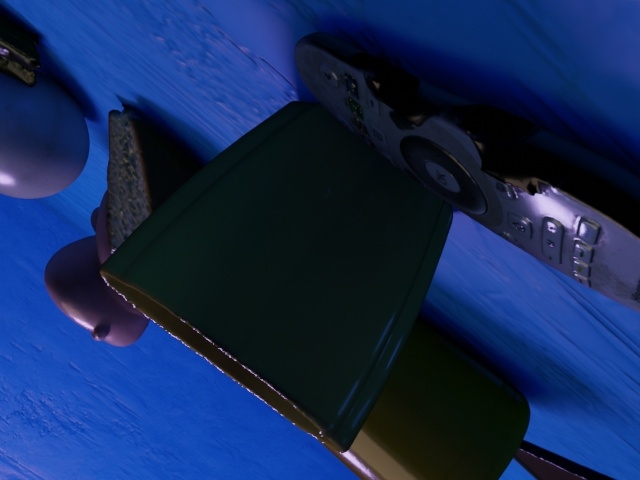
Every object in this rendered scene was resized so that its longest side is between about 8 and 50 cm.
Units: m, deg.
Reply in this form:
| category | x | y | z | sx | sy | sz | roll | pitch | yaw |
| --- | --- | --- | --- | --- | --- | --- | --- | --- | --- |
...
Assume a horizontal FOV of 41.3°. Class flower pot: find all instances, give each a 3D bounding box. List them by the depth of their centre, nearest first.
| category | x | y | z | sx | sy | sz | roll | pitch | yaw |
| --- | --- | --- | --- | --- | --- | --- | --- | --- | --- |
| flower pot | -0.014 | 0.012 | 0.561 | 0.195 | 0.179 | 0.195 | 34 | 165 | 10 |

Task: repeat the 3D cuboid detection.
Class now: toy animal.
| category | x | y | z | sx | sy | sz | roll | pitch | yaw |
| --- | --- | --- | --- | --- | --- | --- | --- | --- | --- |
| toy animal | -0.265 | 0.037 | 1.192 | 0.229 | 0.221 | 0.210 | 24 | 166 | 44 |

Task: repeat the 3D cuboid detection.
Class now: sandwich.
| category | x | y | z | sx | sy | sz | roll | pitch | yaw |
| --- | --- | --- | --- | --- | --- | --- | --- | --- | --- |
| sandwich | -0.163 | -0.027 | 0.934 | 0.122 | 0.128 | 0.235 | 7 | 149 | 50 |

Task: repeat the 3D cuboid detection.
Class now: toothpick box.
| category | x | y | z | sx | sy | sz | roll | pitch | yaw |
| --- | --- | --- | --- | --- | --- | --- | --- | --- | --- |
| toothpick box | 0.062 | 0.153 | 0.880 | 0.271 | 0.175 | 0.175 | 38 | 167 | 5 |

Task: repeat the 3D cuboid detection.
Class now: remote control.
| category | x | y | z | sx | sy | sz | roll | pitch | yaw |
| --- | --- | --- | --- | --- | --- | --- | --- | --- | --- |
| remote control | 0.086 | -0.040 | 0.431 | 0.256 | 0.045 | 0.097 | 34 | 166 | 23 |

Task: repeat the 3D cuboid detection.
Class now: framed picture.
| category | x | y | z | sx | sy | sz | roll | pitch | yaw |
| --- | --- | --- | --- | --- | --- | --- | --- | --- | --- |
| framed picture | 0.352 | 0.330 | 1.089 | 0.192 | 0.018 | 0.265 | 42 | 166 | -25 |

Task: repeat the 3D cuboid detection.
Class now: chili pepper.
| category | x | y | z | sx | sy | sz | roll | pitch | yaw |
| --- | --- | --- | --- | --- | --- | --- | --- | --- | --- |
| chili pepper | -0.385 | -0.237 | 0.906 | 0.224 | 0.061 | 0.098 | 37 | 160 | 5 |

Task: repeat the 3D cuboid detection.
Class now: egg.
| category | x | y | z | sx | sy | sz | roll | pitch | yaw |
| --- | --- | --- | --- | --- | --- | --- | --- | --- | --- |
| egg | -0.359 | -0.127 | 1.023 | 0.151 | 0.151 | 0.209 | 33 | 173 | 12 |
